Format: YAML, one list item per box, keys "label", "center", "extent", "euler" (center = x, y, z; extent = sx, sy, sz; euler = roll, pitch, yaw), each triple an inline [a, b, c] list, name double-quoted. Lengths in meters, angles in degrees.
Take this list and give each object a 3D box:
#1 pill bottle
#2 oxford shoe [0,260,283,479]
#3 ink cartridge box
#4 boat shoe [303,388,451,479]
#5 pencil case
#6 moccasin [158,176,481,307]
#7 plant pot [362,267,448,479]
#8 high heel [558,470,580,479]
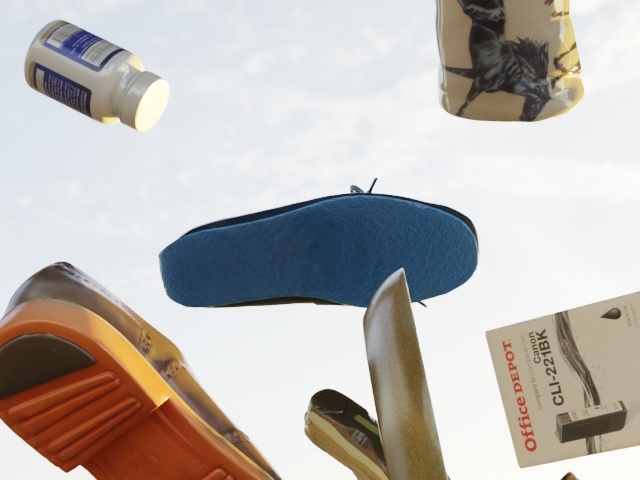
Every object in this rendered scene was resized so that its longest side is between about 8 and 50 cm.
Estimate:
- label: "pill bottle"
  center: [-0.316, -0.229, 1.615]
  extent: [0.187, 0.112, 0.112]
  euler: [27, -16, 15]
- label: "oxford shoe"
  center: [-0.099, 0.160, 0.863]
  extent: [0.130, 0.133, 0.363]
  euler: [-29, -67, 14]
- label: "ink cartridge box"
  center: [0.382, 0.183, 1.532]
  extent: [0.273, 0.197, 0.114]
  euler: [-18, -10, 26]
- label: "boat shoe"
  center: [0.060, 0.239, 1.221]
  extent: [0.068, 0.190, 0.072]
  euler: [-22, -39, -46]
- label: "pencil case"
  center: [0.179, -0.315, 1.174]
  extent: [0.160, 0.183, 0.410]
  euler: [-4, -63, 14]
- label: "moccasin"
  center: [0.000, 0.000, 1.199]
  extent: [0.342, 0.137, 0.117]
  euler: [0, 9, 14]
- label: "plant pot"
  center: [0.058, 0.134, 0.666]
  extent: [0.032, 0.236, 0.236]
  euler: [-12, -23, 4]
- label: "high heel"
  center: [0.389, 0.332, 1.387]
  extent: [0.261, 0.186, 0.093]
  euler: [-23, -58, 30]
